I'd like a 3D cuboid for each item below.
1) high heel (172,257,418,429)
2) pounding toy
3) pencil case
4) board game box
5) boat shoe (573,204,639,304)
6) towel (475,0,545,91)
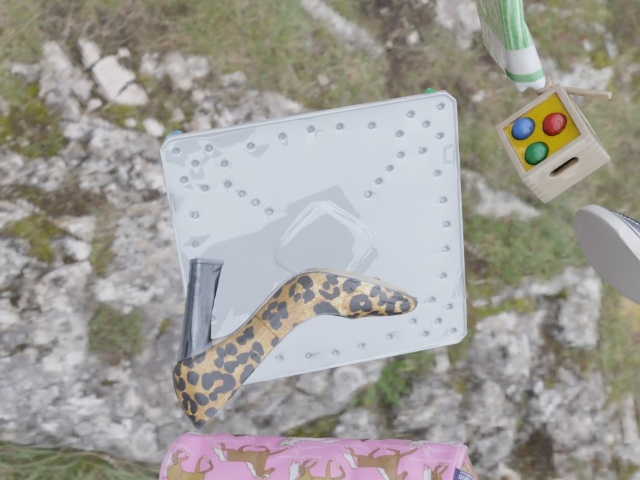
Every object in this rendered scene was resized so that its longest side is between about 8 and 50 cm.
[{"bbox_3d":[-0.028,0.123,1.361,0.261,0.093,0.186,5,81,0],"label":"high heel"},{"bbox_3d":[0.374,-0.200,1.976,0.094,0.181,0.206,36,25,-46],"label":"pounding toy"},{"bbox_3d":[-0.004,0.316,1.493,0.167,0.386,0.160,31,61,-75],"label":"pencil case"},{"bbox_3d":[0.000,0.000,1.692,0.390,0.050,0.390,-10,118,-7],"label":"board game box"},{"bbox_3d":[0.599,0.038,2.118,0.158,0.127,0.340,-25,54,-25],"label":"boat shoe"},{"bbox_3d":[0.169,-0.327,1.246,0.038,0.248,0.325,-11,109,5],"label":"towel"}]
